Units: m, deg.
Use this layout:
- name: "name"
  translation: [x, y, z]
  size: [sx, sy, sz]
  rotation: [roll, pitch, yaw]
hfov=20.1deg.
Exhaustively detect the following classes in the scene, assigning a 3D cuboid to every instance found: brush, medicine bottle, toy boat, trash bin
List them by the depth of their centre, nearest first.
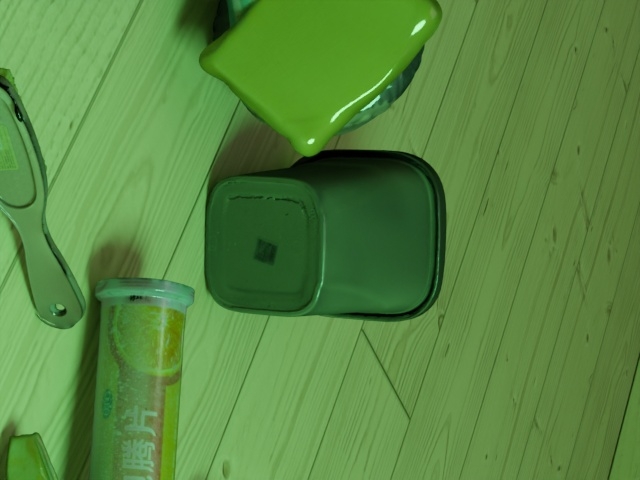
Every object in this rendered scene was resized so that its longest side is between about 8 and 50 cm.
- name: "brush"
  translation: [-0.286, -0.044, 1.784]
  size: [0.067, 0.072, 0.313]
  rotation: [-76, 157, -51]
- name: "toy boat"
  translation: [-0.284, 0.275, 1.831]
  size: [0.066, 0.065, 0.172]
  rotation: [-86, 168, -61]
- name: "medicine bottle"
  translation: [-0.196, 0.257, 1.893]
  size: [0.108, 0.108, 0.426]
  rotation: [29, 60, -62]
- name: "trash bin"
  translation: [0.000, 0.000, 2.215]
  size: [0.250, 0.219, 0.220]
  rotation: [-7, 98, -57]

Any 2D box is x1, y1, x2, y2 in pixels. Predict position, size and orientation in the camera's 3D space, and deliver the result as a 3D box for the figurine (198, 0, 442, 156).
- name: "figurine"
  translation: [-0.043, -0.306, 2.169]
  size: [0.361, 0.266, 0.378]
  rotation: [59, 1, -11]
